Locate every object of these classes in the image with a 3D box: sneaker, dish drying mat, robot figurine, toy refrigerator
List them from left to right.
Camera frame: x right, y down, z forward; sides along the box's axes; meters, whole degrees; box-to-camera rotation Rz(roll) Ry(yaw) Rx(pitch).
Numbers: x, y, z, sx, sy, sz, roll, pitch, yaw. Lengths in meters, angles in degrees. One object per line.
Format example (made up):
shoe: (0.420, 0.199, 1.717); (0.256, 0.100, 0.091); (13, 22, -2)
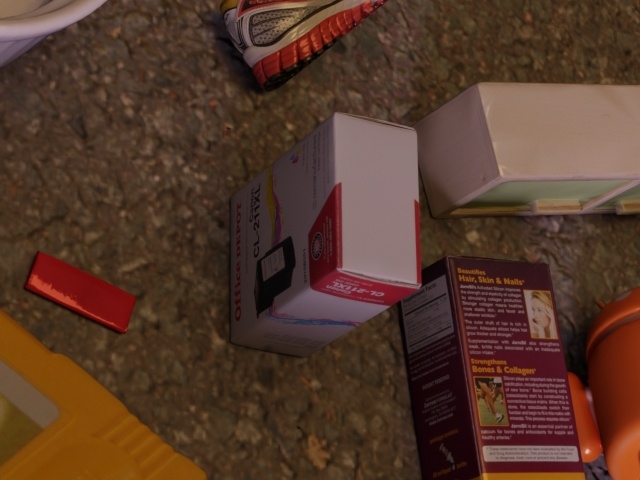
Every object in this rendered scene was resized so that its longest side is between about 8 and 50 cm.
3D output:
dish drying mat: (-0.175, 0.038, 1.413); (0.083, 0.008, 0.032); (27, 59, -23)
sneaker: (0.008, -0.217, 1.590); (0.093, 0.088, 0.225); (51, 52, -3)
toy refrigerator: (0.221, -0.073, 1.662); (0.269, 0.102, 0.094); (-3, 72, -35)
robot figurine: (0.284, 0.126, 1.589); (0.128, 0.158, 0.219); (27, 39, -28)

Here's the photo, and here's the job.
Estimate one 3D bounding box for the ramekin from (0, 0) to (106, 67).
ramekin: (-0.277, -0.247, 1.384); (0.277, 0.135, 0.277); (14, 63, -28)

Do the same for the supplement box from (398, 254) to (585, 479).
supplement box: (0.134, 0.114, 1.539); (0.104, 0.081, 0.188); (4, 69, -32)

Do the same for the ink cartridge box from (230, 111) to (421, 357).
ink cartridge box: (0.000, 0.000, 1.440); (0.072, 0.175, 0.127); (11, 65, -27)

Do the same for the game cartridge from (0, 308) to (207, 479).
game cartridge: (-0.279, 0.137, 1.194); (0.323, 0.053, 0.285); (36, 50, 17)
